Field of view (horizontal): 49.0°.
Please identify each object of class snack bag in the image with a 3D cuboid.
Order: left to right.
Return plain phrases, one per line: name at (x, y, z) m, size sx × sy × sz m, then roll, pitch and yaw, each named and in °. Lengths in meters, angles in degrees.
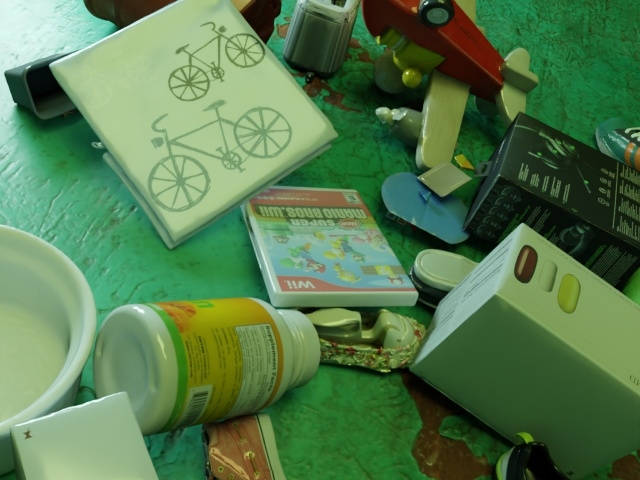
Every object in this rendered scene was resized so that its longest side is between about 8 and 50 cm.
snack bag at (-0.195, -0.205, 1.071) m, size 0.323 × 0.037 × 0.342 m, roll -36°, pitch 85°, yaw -20°

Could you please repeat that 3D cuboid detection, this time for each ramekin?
ramekin at (-0.386, 0.124, 0.750) m, size 0.277 × 0.135 × 0.277 m, roll 10°, pitch 46°, yaw -10°

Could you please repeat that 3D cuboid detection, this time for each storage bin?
storage bin at (-0.428, -0.251, 1.125) m, size 0.091 × 0.098 × 0.135 m, roll 17°, pitch 38°, yaw 36°

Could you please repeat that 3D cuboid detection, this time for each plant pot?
plant pot at (-0.231, -0.434, 1.258) m, size 0.265 × 0.272 × 0.272 m, roll 39°, pitch 47°, yaw 6°

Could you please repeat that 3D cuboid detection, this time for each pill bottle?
pill bottle at (-0.118, 0.135, 0.803) m, size 0.246 × 0.136 × 0.136 m, roll 2°, pitch 44°, yaw -48°

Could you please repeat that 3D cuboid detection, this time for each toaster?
toaster at (0.004, -0.435, 1.404) m, size 0.129 × 0.146 × 0.227 m, roll 20°, pitch 45°, yaw -1°

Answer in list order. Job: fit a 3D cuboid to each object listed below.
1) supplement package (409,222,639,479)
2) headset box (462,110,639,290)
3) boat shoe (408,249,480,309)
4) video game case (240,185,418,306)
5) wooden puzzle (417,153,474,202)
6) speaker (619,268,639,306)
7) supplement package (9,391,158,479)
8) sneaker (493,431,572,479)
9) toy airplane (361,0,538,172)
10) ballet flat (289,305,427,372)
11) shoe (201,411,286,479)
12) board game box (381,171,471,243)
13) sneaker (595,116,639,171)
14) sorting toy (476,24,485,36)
supplement package at (0.289, 0.148, 0.897) m, size 0.262 × 0.204 × 0.145 m, roll 35°, pitch 46°, yaw 0°
headset box at (0.400, -0.069, 1.200) m, size 0.283 × 0.131 × 0.246 m, roll 28°, pitch 41°, yaw 3°
boat shoe at (0.250, 0.093, 1.049) m, size 0.255 × 0.079 × 0.095 m, roll 16°, pitch 48°, yaw -2°
video game case at (0.000, 0.000, 1.032) m, size 0.204 × 0.025 × 0.285 m, roll 2°, pitch 34°, yaw -19°
wooden puzzle at (0.214, -0.105, 1.205) m, size 0.116 × 0.014 × 0.078 m, roll -26°, pitch 45°, yaw -13°
speaker at (0.514, 0.141, 1.065) m, size 0.131 × 0.131 × 0.296 m, roll 25°, pitch 45°, yaw 4°
supplement package at (-0.224, 0.243, 0.665) m, size 0.105 × 0.179 × 0.105 m, roll -13°, pitch 54°, yaw -29°
sneaker at (0.279, 0.338, 0.817) m, size 0.084 × 0.097 × 0.234 m, roll -10°, pitch 53°, yaw -27°
toy airplane at (0.232, -0.347, 1.361) m, size 0.386 × 0.272 × 0.384 m, roll -29°, pitch 100°, yaw -47°
ballet flat at (0.056, 0.127, 0.948) m, size 0.241 × 0.077 × 0.091 m, roll 3°, pitch 47°, yaw -18°
shoe at (-0.082, 0.273, 0.775) m, size 0.081 × 0.063 × 0.178 m, roll -2°, pitch 44°, yaw -20°
board game box at (0.175, -0.048, 1.188) m, size 0.169 × 0.033 × 0.133 m, roll 28°, pitch 40°, yaw 0°
sneaker at (0.681, -0.164, 1.414) m, size 0.108 × 0.121 × 0.302 m, roll -7°, pitch 51°, yaw -26°
sorting toy at (0.298, -0.429, 1.568) m, size 0.132 × 0.046 × 0.274 m, roll 14°, pitch 54°, yaw -8°
